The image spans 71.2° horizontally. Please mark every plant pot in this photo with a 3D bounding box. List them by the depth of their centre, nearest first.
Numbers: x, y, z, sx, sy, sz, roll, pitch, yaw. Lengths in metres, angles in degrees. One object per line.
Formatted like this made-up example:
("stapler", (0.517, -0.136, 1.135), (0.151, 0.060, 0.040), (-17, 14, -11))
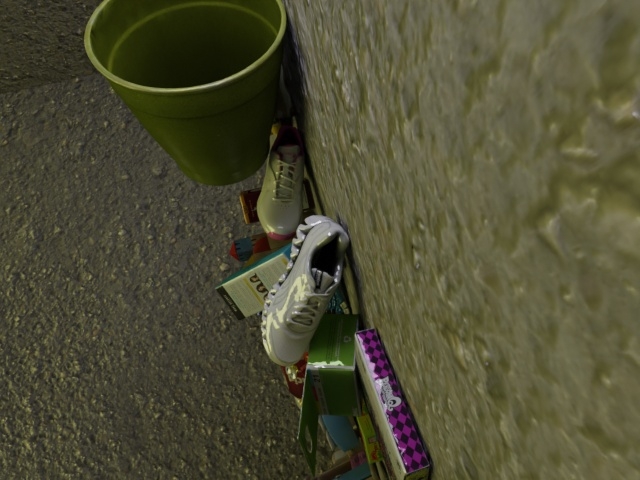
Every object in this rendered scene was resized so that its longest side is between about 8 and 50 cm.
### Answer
("plant pot", (-0.242, -0.313, 0.970), (0.353, 0.365, 0.367), (88, 166, -60))

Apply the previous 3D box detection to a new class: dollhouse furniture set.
("dollhouse furniture set", (0.000, 0.521, 1.222), (0.286, 0.197, 0.304), (-130, 15, -87))

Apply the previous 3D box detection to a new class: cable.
("cable", (-0.120, -0.315, 1.294), (0.287, 0.072, 0.140), (86, 173, -63))

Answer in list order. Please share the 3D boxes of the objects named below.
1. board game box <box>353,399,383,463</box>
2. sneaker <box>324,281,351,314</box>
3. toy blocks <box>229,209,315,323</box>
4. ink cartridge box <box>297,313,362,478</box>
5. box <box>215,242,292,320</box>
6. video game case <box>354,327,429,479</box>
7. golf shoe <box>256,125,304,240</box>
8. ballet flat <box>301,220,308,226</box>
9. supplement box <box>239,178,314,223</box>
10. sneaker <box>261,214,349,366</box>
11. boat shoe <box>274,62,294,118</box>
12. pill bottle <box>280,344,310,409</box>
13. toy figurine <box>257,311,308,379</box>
("board game box", (0.110, 0.449, 1.122), (0.181, 0.043, 0.092), (-116, 13, -64))
("sneaker", (0.033, 0.122, 1.036), (0.083, 0.071, 0.191), (-45, -60, -66))
("toy blocks", (-0.103, 0.086, 1.196), (0.191, 0.260, 0.382), (84, 169, -56))
("ink cartridge box", (0.029, 0.301, 0.872), (0.255, 0.096, 0.189), (-82, -13, -46))
("box", (-0.125, 0.097, 1.018), (0.101, 0.244, 0.060), (56, -144, -10))
("video game case", (0.112, 0.298, 0.736), (0.232, 0.041, 0.210), (-110, 8, -46))
("golf shoe", (-0.092, -0.147, 1.074), (0.140, 0.115, 0.307), (104, 167, -54))
("ballet flat", (0.000, 0.000, 1.003), (0.084, 0.058, 0.250), (31, -169, -19))
("supplement box", (-0.120, -0.110, 1.223), (0.104, 0.187, 0.081), (-127, 24, -75))
("sneaker", (-0.026, 0.097, 0.820), (0.118, 0.109, 0.293), (22, 94, 66))
("boat shoe", (-0.120, -0.390, 1.098), (0.068, 0.072, 0.190), (104, 151, -77))
("pill bottle", (-0.038, 0.444, 1.641), (0.224, 0.223, 0.393), (-113, 10, -56))
("toy figurine", (-0.102, 0.228, 1.386), (0.217, 0.191, 0.362), (64, 169, -29))
